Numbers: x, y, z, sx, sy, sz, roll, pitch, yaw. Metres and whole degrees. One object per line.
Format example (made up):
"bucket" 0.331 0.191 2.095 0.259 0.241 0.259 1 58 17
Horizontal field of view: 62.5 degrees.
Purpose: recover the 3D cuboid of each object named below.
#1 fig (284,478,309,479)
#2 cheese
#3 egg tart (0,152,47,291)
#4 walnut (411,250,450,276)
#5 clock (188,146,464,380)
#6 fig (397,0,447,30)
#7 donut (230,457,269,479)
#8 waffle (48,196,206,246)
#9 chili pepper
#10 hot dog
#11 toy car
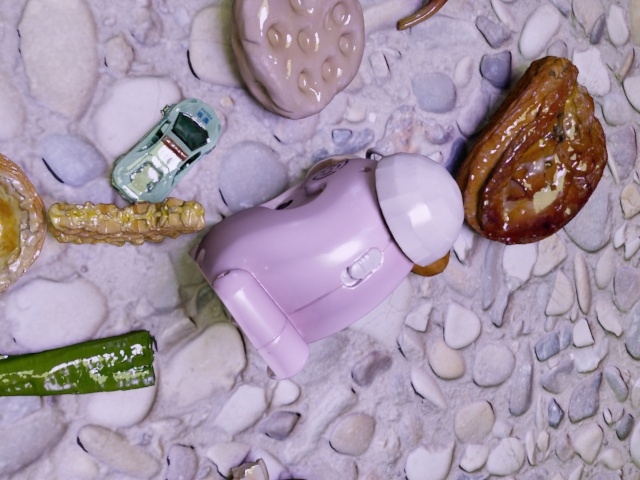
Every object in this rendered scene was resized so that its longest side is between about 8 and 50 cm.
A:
"fig" -0.018 0.457 0.806 0.124 0.236 0.125 -1 93 -16
"cheese" -0.037 -0.296 0.793 0.235 0.117 0.218 15 97 -44
"egg tart" -0.445 -0.020 0.633 0.212 0.090 0.213 -1 93 -25
"walnut" 0.169 -0.006 0.938 0.207 0.115 0.116 45 74 -29
"clock" 0.000 0.000 0.736 0.325 0.342 0.184 -33 113 -12
"fig" 0.209 -0.487 0.909 0.175 0.175 0.207 -23 118 -24
"donut" -0.156 0.415 0.826 0.165 0.065 0.108 -16 96 -27
"waffle" -0.253 -0.028 0.702 0.193 0.149 0.051 0 77 -27
"chili pepper" -0.395 0.180 0.682 0.358 0.076 0.085 -4 77 -31
"hot dog" 0.414 -0.172 1.017 0.267 0.174 0.388 43 74 -25
"toy car" -0.218 -0.131 0.761 0.093 0.058 0.186 45 74 -21
